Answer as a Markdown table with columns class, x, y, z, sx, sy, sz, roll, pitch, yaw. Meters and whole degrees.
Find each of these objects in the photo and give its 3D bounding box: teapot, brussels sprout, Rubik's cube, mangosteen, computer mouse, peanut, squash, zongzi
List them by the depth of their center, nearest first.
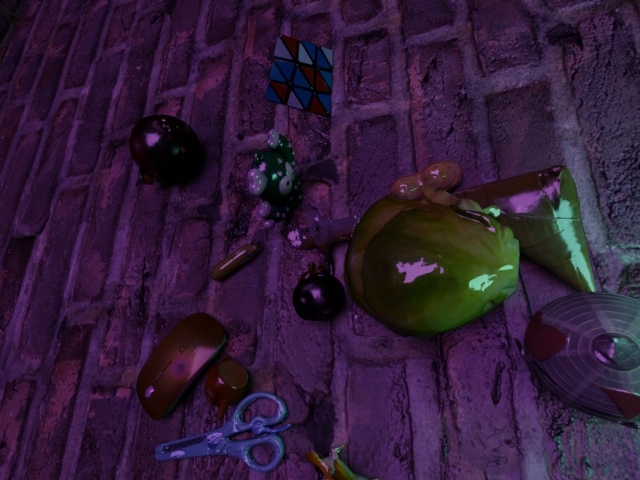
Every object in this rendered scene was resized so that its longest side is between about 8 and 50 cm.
| class | x | y | z | sx | sy | sz | roll | pitch | yaw |
| --- | --- | --- | --- | --- | --- | --- | --- | --- | --- |
| brussels sprout | 0.225 | 0.063 | 0.876 | 0.372 | 0.275 | 0.314 | 7 | 56 | 29 |
| zongzi | 0.442 | 0.006 | 0.909 | 0.274 | 0.145 | 0.299 | -12 | 86 | 30 |
| mangosteen | -0.009 | 0.126 | 1.014 | 0.137 | 0.137 | 0.151 | -18 | 72 | 14 |
| teapot | -0.249 | 0.371 | 1.029 | 0.116 | 0.116 | 0.173 | -32 | 34 | 6 |
| peanut | 0.274 | -0.151 | 1.046 | 0.193 | 0.089 | 0.089 | -23 | 62 | 11 |
| computer mouse | -0.394 | 0.342 | 1.111 | 0.158 | 0.072 | 0.310 | 37 | 86 | 31 |
| squash | -0.250 | 0.060 | 1.186 | 0.183 | 0.052 | 0.052 | -34 | 61 | 2 |
| Rubik's cube | -0.068 | -0.529 | 1.255 | 0.284 | 0.234 | 0.249 | -29 | 62 | 7 |
| mangosteen | -0.533 | -0.295 | 1.368 | 0.265 | 0.228 | 0.228 | -54 | 50 | 42 |

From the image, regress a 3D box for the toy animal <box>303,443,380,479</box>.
| class | x | y | z | sx | sy | sz | roll | pitch | yaw |
| --- | --- | --- | --- | --- | --- | --- | --- | --- | --- |
| toy animal | 0.047 | 0.490 | 0.868 | 0.155 | 0.219 | 0.095 | -1 | 42 | -18 |

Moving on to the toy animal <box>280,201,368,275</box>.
| class | x | y | z | sx | sy | sz | roll | pitch | yaw |
| --- | --- | --- | --- | --- | --- | --- | --- | --- | --- |
| toy animal | -0.007 | 0.001 | 1.071 | 0.273 | 0.160 | 0.197 | -10 | 67 | 25 |

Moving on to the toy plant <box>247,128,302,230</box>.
| class | x | y | z | sx | sy | sz | roll | pitch | yaw |
| --- | --- | --- | --- | --- | --- | --- | --- | --- | --- |
| toy plant | -0.126 | -0.168 | 1.118 | 0.113 | 0.243 | 0.232 | 3 | 43 | 22 |

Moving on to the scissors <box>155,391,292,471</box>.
| class | x | y | z | sx | sy | sz | roll | pitch | yaw |
| --- | --- | --- | --- | --- | --- | --- | --- | --- | --- |
| scissors | -0.253 | 0.498 | 1.011 | 0.393 | 0.032 | 0.180 | -17 | 63 | 14 |

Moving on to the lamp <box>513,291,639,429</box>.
| class | x | y | z | sx | sy | sz | roll | pitch | yaw |
| --- | --- | --- | --- | --- | --- | --- | --- | --- | --- |
| lamp | 0.509 | 0.203 | 0.727 | 0.265 | 0.233 | 0.233 | 29 | 81 | 33 |
